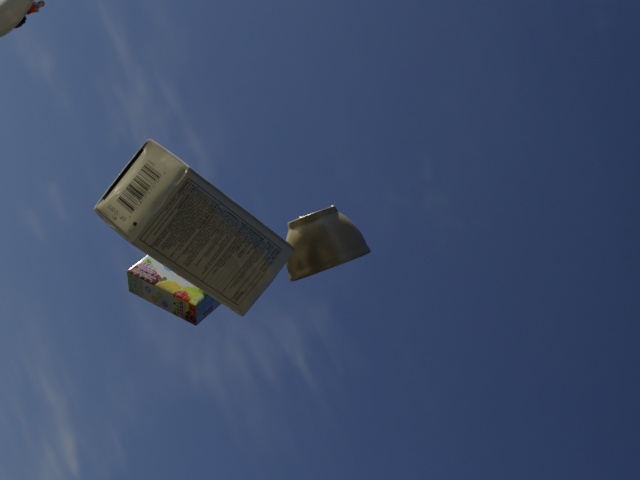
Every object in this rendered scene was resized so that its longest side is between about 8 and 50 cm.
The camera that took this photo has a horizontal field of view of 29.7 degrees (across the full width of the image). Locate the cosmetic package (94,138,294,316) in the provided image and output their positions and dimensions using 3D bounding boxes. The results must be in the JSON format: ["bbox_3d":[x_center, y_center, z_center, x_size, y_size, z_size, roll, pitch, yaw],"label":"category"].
[{"bbox_3d":[-0.198,-0.017,1.938,0.129,0.153,0.296,36,-3,43],"label":"cosmetic package"}]

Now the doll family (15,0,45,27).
[{"bbox_3d":[-0.655,-0.480,2.269,0.263,0.163,0.118,5,-38,5],"label":"doll family"}]

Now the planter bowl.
[{"bbox_3d":[0.000,0.000,2.254,0.162,0.162,0.109,-21,-90,58],"label":"planter bowl"}]

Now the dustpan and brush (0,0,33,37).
[{"bbox_3d":[-0.535,-0.360,1.965,0.147,0.211,0.060,34,-7,42],"label":"dustpan and brush"}]

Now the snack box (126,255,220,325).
[{"bbox_3d":[-0.316,0.089,2.807,0.207,0.174,0.070,26,-46,25],"label":"snack box"}]
